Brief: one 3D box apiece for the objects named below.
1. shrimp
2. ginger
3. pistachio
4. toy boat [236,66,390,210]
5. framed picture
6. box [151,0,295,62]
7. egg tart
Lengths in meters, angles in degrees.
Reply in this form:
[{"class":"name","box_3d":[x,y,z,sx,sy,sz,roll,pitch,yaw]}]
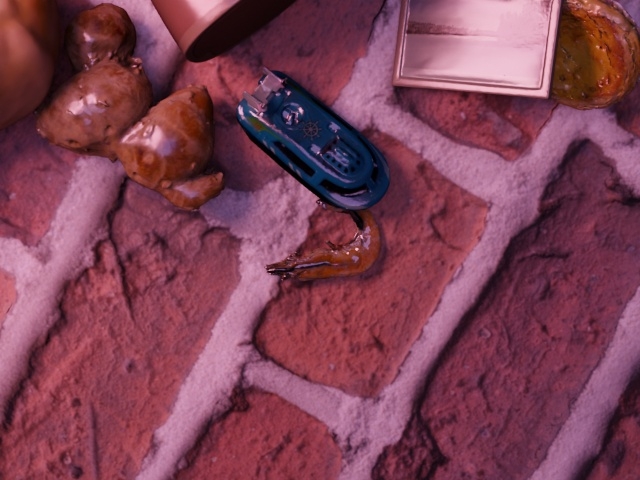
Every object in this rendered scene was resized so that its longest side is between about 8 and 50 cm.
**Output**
[{"class":"shrimp","box_3d":[0.000,0.000,1.691,0.219,0.046,0.152,-12,100,-3]},{"class":"ginger","box_3d":[-0.309,-0.205,1.591,0.375,0.176,0.256,41,81,-7]},{"class":"pistachio","box_3d":[-0.589,-0.269,1.468,0.281,0.365,0.445,44,96,-6]},{"class":"toy boat","box_3d":[-0.005,-0.170,1.622,0.299,0.092,0.134,38,80,-2]},{"class":"framed picture","box_3d":[0.259,-0.353,1.573,0.289,0.016,0.213,12,101,32]},{"class":"box","box_3d":[-0.159,-0.449,1.501,0.301,0.301,0.216,-35,90,5]},{"class":"egg tart","box_3d":[0.438,-0.328,1.579,0.234,0.234,0.094,46,58,-8]}]
